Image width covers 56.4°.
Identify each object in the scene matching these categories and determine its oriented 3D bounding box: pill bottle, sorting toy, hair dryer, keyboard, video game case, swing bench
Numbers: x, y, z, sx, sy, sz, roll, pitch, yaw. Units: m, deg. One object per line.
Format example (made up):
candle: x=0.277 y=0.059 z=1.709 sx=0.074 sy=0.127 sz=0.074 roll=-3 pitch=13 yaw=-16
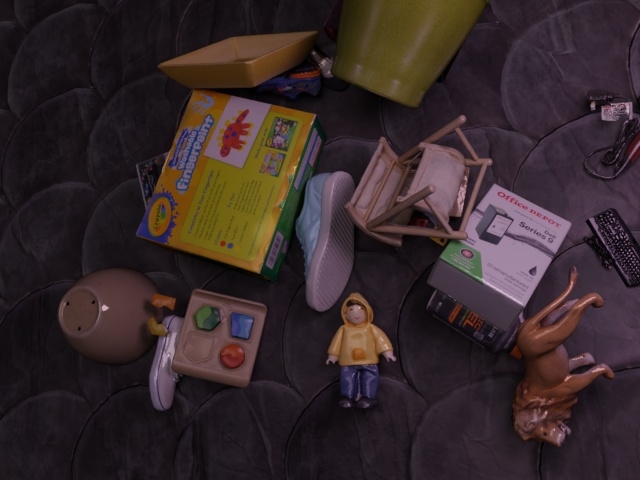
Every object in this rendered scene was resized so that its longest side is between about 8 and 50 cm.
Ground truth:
pill bottle: x=0.388 y=0.180 z=1.422 sx=0.245 sy=0.130 sz=0.130 roll=32 pitch=89 yaw=18
sorting toy: x=-0.315 y=0.248 z=1.588 sx=0.307 sy=0.041 sz=0.229 roll=13 pitch=77 yaw=-1
sorting toy: x=0.308 y=-0.119 z=1.545 sx=0.132 sy=0.046 sz=0.275 roll=9 pitch=81 yaw=16
hair dryer: x=0.795 y=-0.269 z=1.447 sx=0.293 sy=0.080 sz=0.224 roll=-2 pitch=94 yaw=20
keyboard: x=0.706 y=0.021 z=1.418 sx=0.100 sy=0.038 sz=0.192 roll=-29 pitch=73 yaw=8
video game case: x=-0.451 y=-0.168 z=1.771 sx=0.173 sy=0.022 sz=0.190 roll=-19 pitch=76 yaw=10
swing bench: x=0.229 y=-0.130 z=1.397 sx=0.254 sy=0.165 sz=0.253 roll=-9 pitch=43 yaw=44

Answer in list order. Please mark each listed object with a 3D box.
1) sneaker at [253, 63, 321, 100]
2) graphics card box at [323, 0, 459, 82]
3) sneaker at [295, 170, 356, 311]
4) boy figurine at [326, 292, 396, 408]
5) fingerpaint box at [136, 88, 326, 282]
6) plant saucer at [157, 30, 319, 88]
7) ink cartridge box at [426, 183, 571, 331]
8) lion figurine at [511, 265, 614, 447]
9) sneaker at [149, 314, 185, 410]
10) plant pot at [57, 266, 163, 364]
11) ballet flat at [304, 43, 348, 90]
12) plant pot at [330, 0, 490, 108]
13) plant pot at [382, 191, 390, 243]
sneaker: x=-0.095 y=-0.437 z=1.697 sx=0.221 sy=0.087 sz=0.083 roll=1 pitch=35 yaw=30
graphics card box: x=0.220 y=-0.611 z=1.641 sx=0.371 sy=0.094 sz=0.233 roll=28 pitch=89 yaw=17
sneaker: x=0.000 y=0.000 z=1.583 sx=0.150 sy=0.135 sz=0.366 roll=7 pitch=85 yaw=46
boy figurine: x=0.102 y=0.274 z=1.502 sx=0.177 sy=0.092 sz=0.285 roll=0 pitch=82 yaw=18
fingerpaint box: x=-0.233 y=-0.151 z=1.624 sx=0.371 sy=0.163 sz=0.445 roll=15 pitch=79 yaw=15
plant saucer: x=-0.214 y=-0.489 z=1.633 sx=0.332 sy=0.333 sz=0.081 roll=9 pitch=124 yaw=32
ink cartridge box: x=0.415 y=0.030 z=1.380 sx=0.211 sy=0.121 sz=0.289 roll=31 pitch=56 yaw=17
lion figurine: x=0.499 y=0.261 z=1.308 sx=0.240 sy=0.142 sz=0.392 roll=-24 pitch=111 yaw=-3
sneaker: x=-0.398 y=0.333 z=1.621 sx=0.091 sy=0.094 sz=0.258 roll=2 pitch=80 yaw=17
plant pot: x=-0.609 y=0.202 z=1.653 sx=0.284 sy=0.191 sz=0.284 roll=-3 pitch=78 yaw=15
ballet flat: x=-0.001 y=-0.505 z=1.692 sx=0.074 sy=0.074 sz=0.203 roll=-42 pitch=72 yaw=4
plant pot: x=0.193 y=-0.520 z=1.430 sx=0.366 sy=0.366 sz=0.353 roll=28 pitch=107 yaw=18
plant pot: x=0.163 y=-0.050 z=1.545 sx=0.109 sy=0.109 sz=0.096 roll=-36 pitch=84 yaw=5
